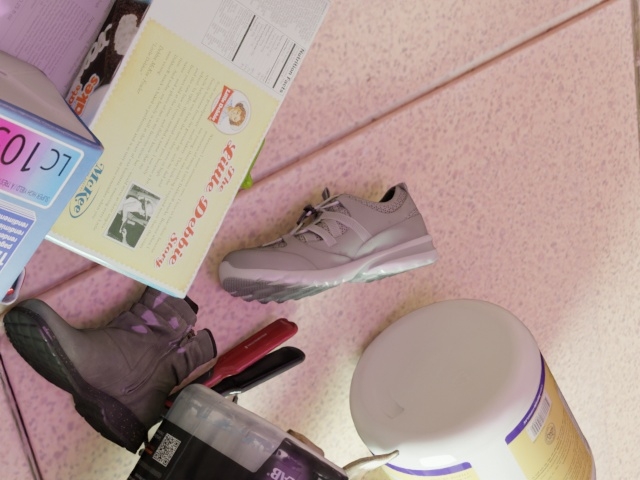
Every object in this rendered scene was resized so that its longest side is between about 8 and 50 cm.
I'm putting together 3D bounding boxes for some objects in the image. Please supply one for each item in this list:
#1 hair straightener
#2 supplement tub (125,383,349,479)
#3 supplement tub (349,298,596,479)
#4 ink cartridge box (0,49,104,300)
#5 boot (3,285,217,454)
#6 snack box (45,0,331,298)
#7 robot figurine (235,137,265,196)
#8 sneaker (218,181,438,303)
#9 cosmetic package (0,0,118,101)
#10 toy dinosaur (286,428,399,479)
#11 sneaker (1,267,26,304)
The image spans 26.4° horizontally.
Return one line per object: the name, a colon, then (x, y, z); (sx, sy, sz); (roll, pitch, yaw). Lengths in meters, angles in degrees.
hair straightener: (-0.108, 0.181, 1.523); (0.230, 0.047, 0.089); (-35, 126, -27)
supplement tub: (-0.134, 0.336, 1.391); (0.207, 0.207, 0.338); (40, 77, -43)
supplement tub: (0.202, 0.259, 1.696); (0.241, 0.241, 0.331); (-47, 131, -19)
ink cartridge box: (-0.401, 0.005, 1.081); (0.270, 0.151, 0.395); (24, 108, -43)
boot: (-0.209, 0.093, 1.391); (0.161, 0.083, 0.246); (-54, 139, -21)
snack box: (-0.133, -0.124, 1.251); (0.187, 0.060, 0.322); (29, 86, -44)
robot figurine: (-0.101, -0.089, 1.416); (0.101, 0.067, 0.115); (31, 85, -52)
sneaker: (0.000, 0.000, 1.543); (0.281, 0.105, 0.115); (-10, 82, -37)
cosmetic package: (-0.163, -0.261, 1.278); (0.284, 0.097, 0.377); (37, 80, -41)
toy dinosaur: (-0.013, 0.347, 1.592); (0.296, 0.127, 0.200); (-46, 133, -2)
sneaker: (-0.328, 0.049, 1.264); (0.118, 0.067, 0.042); (-40, 128, -24)
